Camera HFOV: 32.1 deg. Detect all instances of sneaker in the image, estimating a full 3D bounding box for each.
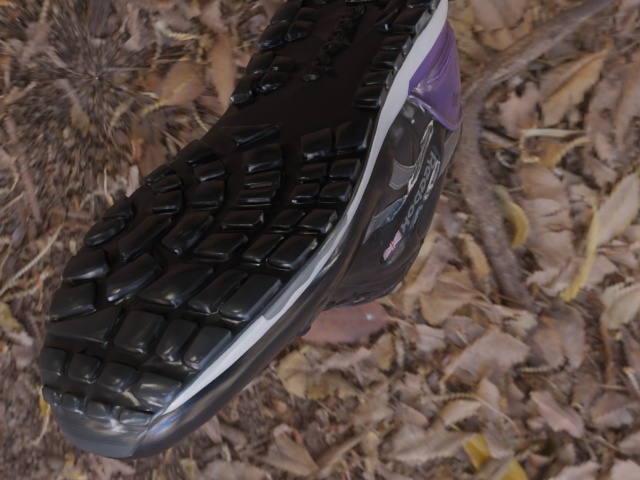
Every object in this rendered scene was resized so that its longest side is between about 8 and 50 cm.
[{"bbox_3d":[0.000,0.000,0.486,0.283,0.107,0.124,-56,138,-36],"label":"sneaker"}]
